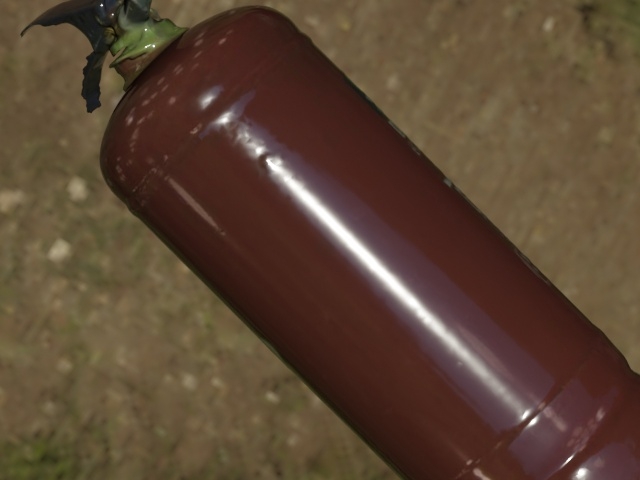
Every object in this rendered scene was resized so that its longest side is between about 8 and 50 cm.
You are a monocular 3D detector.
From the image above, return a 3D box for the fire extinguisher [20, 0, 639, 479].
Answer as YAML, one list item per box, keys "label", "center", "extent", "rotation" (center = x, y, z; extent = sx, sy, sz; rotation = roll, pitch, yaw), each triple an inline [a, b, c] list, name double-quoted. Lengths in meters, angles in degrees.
- label: "fire extinguisher"
  center: [0.000, 0.000, 0.885]
  extent: [0.114, 0.337, 0.135]
  rotation: [-45, -178, -32]
